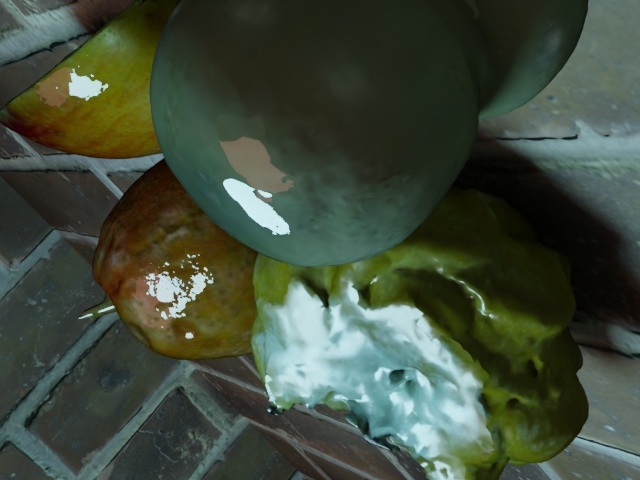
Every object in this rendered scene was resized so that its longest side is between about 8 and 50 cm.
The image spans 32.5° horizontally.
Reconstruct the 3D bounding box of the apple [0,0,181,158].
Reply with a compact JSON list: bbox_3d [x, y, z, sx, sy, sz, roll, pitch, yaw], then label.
[{"bbox_3d":[-0.231,-0.179,1.252,0.254,0.179,0.346,9,175,-24],"label":"apple"}]

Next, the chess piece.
[{"bbox_3d":[0.060,-0.132,0.460,0.182,0.330,0.182,35,162,13],"label":"chess piece"}]

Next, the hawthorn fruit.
[{"bbox_3d":[-0.163,0.034,1.360,0.277,0.298,0.277,60,170,18],"label":"hawthorn fruit"}]

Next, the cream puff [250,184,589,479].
[{"bbox_3d":[0.110,0.056,1.020,0.323,0.270,0.274,29,130,6],"label":"cream puff"}]
